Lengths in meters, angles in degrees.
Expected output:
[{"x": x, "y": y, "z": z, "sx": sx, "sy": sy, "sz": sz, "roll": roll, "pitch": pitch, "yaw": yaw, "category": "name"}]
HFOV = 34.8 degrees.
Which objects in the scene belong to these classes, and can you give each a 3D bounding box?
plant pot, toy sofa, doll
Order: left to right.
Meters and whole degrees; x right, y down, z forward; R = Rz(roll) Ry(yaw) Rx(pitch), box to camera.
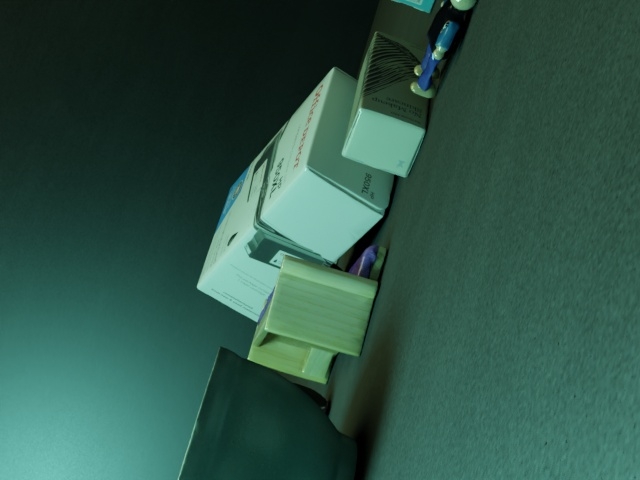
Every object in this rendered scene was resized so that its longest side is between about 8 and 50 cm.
[{"x": -0.071, "y": 0.294, "z": 1.215, "sx": 0.293, "sy": 0.196, "sz": 0.293, "roll": -163, "pitch": 90, "yaw": -87, "category": "plant pot"}, {"x": -0.015, "y": 0.109, "z": 1.639, "sx": 0.362, "sy": 0.150, "sz": 0.177, "roll": 119, "pitch": 167, "yaw": -74, "category": "toy sofa"}, {"x": 0.177, "y": -0.297, "z": 1.468, "sx": 0.189, "sy": 0.046, "sz": 0.129, "roll": 112, "pitch": 174, "yaw": -54, "category": "doll"}]

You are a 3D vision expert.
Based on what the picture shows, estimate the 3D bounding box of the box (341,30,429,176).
[{"x": 0.111, "y": -0.223, "z": 1.629, "sx": 0.275, "sy": 0.113, "sz": 0.094, "roll": -79, "pitch": 9, "yaw": -53, "category": "box"}]

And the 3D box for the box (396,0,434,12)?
[{"x": 0.193, "y": -0.552, "z": 2.058, "sx": 0.244, "sy": 0.100, "sz": 0.060, "roll": -77, "pitch": 7, "yaw": -50, "category": "box"}]

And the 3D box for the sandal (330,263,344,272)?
[{"x": 0.001, "y": 0.100, "z": 1.971, "sx": 0.303, "sy": 0.120, "sz": 0.086, "roll": -104, "pitch": -9, "yaw": -72, "category": "sandal"}]

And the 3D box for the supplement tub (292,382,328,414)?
[{"x": -0.064, "y": 0.336, "z": 1.650, "sx": 0.106, "sy": 0.106, "sz": 0.198, "roll": -92, "pitch": 20, "yaw": -80, "category": "supplement tub"}]

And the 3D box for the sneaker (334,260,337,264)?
[{"x": -0.004, "y": 0.018, "z": 2.404, "sx": 0.235, "sy": 0.094, "sz": 0.090, "roll": -76, "pitch": 3, "yaw": -62, "category": "sneaker"}]

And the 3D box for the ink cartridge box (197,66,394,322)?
[{"x": -0.036, "y": -0.075, "z": 1.844, "sx": 0.395, "sy": 0.166, "sz": 0.286, "roll": -44, "pitch": 23, "yaw": 42, "category": "ink cartridge box"}]
